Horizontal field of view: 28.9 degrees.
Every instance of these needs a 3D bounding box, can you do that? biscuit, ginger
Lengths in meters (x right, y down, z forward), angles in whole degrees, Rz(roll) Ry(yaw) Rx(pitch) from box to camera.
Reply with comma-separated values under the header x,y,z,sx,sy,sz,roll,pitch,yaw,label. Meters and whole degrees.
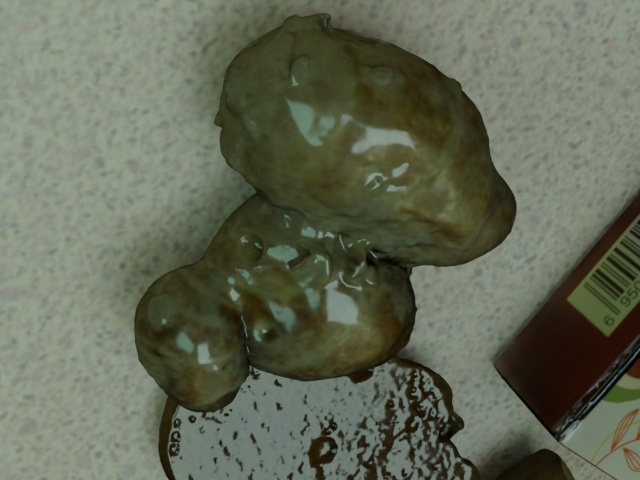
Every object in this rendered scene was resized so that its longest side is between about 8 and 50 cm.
x,y,z,sx,sy,sz,roll,pitch,yaw,label
0.005,0.174,1.042,0.290,0.041,0.208,20,91,-21,biscuit
0.000,0.000,0.899,0.244,0.155,0.304,18,108,-33,ginger

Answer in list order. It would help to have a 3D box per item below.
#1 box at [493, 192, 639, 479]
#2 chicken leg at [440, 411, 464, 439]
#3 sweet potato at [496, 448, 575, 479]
x,y,z,sx,sy,sz,roll,pitch,yaw,label
0.408,0.095,1.155,0.385,0.122,0.344,34,99,-34,box
0.074,0.230,1.120,0.093,0.070,0.178,34,87,-9,chicken leg
0.115,0.339,1.162,0.336,0.131,0.131,-37,125,-1,sweet potato
